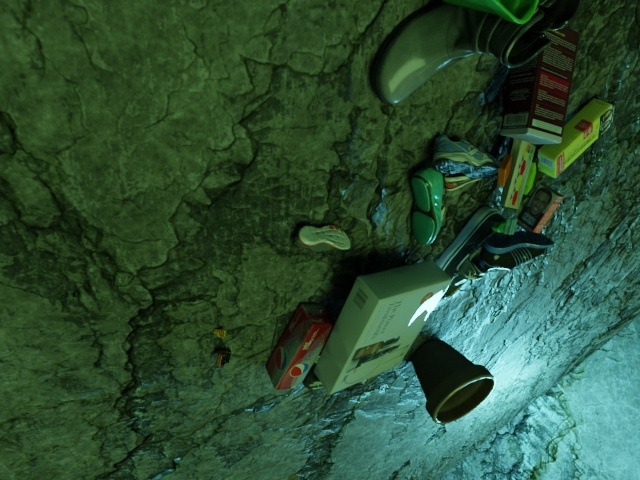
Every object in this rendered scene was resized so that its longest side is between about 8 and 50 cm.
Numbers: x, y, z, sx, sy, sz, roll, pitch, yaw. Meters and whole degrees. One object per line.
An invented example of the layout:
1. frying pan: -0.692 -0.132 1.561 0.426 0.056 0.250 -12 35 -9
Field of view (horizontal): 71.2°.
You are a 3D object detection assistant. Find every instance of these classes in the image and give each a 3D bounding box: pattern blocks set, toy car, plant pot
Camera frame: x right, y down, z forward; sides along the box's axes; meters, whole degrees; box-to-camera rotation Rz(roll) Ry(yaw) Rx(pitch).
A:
1. pattern blocks set: 0.501 -0.173 1.138 0.285 0.026 0.325 13 94 -54
2. toy car: -0.260 0.273 1.173 0.040 0.060 0.122 12 110 14
3. plant pot: 0.457 0.489 1.625 0.263 0.229 0.263 -16 133 -18

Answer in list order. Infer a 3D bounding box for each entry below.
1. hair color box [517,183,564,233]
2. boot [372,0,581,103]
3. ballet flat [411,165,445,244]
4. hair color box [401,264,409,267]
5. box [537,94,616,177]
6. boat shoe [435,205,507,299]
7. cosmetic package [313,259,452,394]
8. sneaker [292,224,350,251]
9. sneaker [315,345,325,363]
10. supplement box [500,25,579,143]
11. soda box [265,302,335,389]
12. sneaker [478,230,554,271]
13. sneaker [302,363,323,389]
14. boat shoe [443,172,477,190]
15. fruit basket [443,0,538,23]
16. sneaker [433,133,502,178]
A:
1. hair color box: 0.669 -0.093 1.369 0.043 0.072 0.141 2 124 -32
2. boot: 0.263 -0.355 0.799 0.338 0.223 0.118 -45 136 11
3. ballet flat: 0.284 -0.089 1.144 0.087 0.083 0.247 -36 140 -19
4. hair color box: 0.201 0.147 1.312 0.167 0.053 0.093 -23 136 -10
5. box: 0.691 -0.280 1.209 0.232 0.058 0.087 -41 139 -5
6. boat shoe: 0.443 0.062 1.333 0.121 0.119 0.335 2 125 -32
7. cosmetic package: 0.168 0.240 1.243 0.284 0.097 0.377 -11 135 -38
8. sneaker: 0.000 0.000 1.080 0.157 0.061 0.065 10 148 -35
9. sneaker: 0.043 0.330 1.374 0.144 0.053 0.059 -22 132 -14
10. supplement box: 0.478 -0.341 0.976 0.130 0.073 0.240 4 97 -32
11. soda box: -0.060 0.301 1.259 0.083 0.092 0.263 7 122 -35
12. sneaker: 0.538 0.033 1.241 0.232 0.081 0.091 -4 125 -19
13. sneaker: 0.053 0.395 1.399 0.234 0.078 0.106 -12 155 -27
14. boat shoe: 0.378 -0.175 1.148 0.137 0.049 0.043 -26 133 -2
15. fruit basket: 0.243 -0.489 0.563 0.392 0.392 0.283 13 100 -37
16. sneaker: 0.360 -0.202 1.074 0.211 0.081 0.080 7 161 -30
